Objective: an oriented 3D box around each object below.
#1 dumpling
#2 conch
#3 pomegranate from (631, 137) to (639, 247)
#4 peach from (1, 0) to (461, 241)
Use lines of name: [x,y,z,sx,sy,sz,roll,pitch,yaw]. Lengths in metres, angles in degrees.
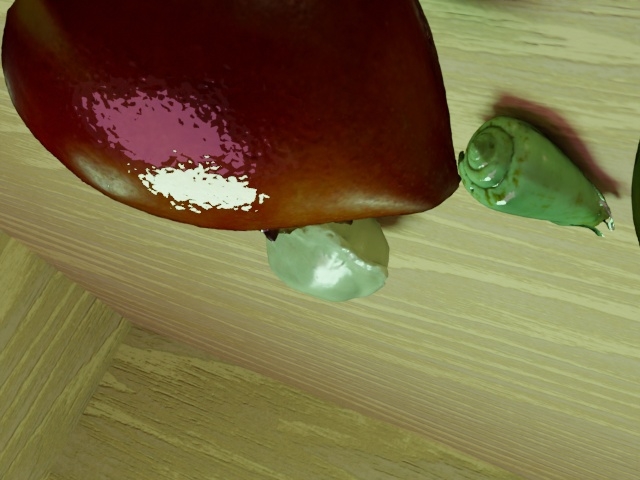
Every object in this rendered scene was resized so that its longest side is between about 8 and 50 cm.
dumpling: [0.000,0.000,1.424,0.162,0.132,0.250,25,-177,-25]
conch: [0.186,-0.052,1.043,0.170,0.079,0.106,29,-179,-33]
pomegranate: [0.313,-0.021,0.675,0.236,0.236,0.302,15,172,40]
peach: [-0.060,-0.133,0.817,0.361,0.258,0.201,29,171,7]
